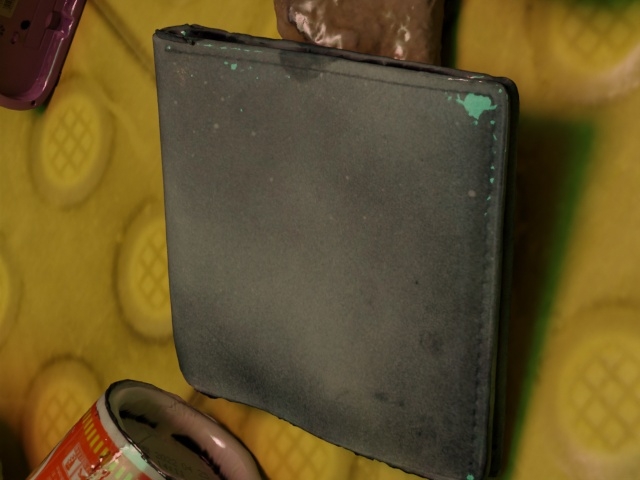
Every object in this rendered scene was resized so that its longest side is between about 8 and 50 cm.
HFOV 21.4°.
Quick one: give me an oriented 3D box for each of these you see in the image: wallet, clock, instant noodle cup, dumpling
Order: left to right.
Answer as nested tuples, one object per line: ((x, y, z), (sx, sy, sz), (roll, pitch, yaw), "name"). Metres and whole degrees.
((-0.247, -0.185, 1.334), (0.050, 0.110, 0.153), (31, 104, 39), "clock")
((-0.146, 0.215, 1.136), (0.212, 0.193, 0.193), (-54, 51, 13), "instant noodle cup")
((-0.001, 0.000, 1.062), (0.290, 0.054, 0.251), (15, 113, 43), "wallet")
((0.020, -0.209, 1.103), (0.166, 0.086, 0.332), (2, 80, 41), "dumpling")

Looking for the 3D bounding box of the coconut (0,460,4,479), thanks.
((-0.396, 0.219, 1.251), (0.328, 0.328, 0.281), (-40, 56, 32), "coconut")
